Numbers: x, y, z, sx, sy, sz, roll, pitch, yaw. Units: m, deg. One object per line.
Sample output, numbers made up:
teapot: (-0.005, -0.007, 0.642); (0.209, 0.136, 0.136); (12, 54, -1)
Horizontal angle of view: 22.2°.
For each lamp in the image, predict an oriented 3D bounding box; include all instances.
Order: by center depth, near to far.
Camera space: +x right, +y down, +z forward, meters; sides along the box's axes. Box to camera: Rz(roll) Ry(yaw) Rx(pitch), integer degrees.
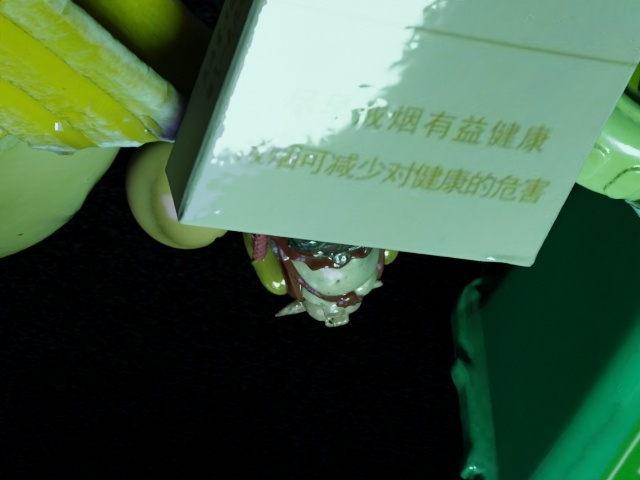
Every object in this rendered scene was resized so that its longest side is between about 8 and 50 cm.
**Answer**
lamp: (0.000, 0.000, 1.190); (0.118, 0.118, 0.253); (2, 157, -4)

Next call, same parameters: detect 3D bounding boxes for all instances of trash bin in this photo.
trash bin: (0.258, 0.056, 1.166); (0.259, 0.295, 0.381); (6, 145, -11)

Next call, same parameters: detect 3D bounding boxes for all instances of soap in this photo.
soap: (-0.160, -0.110, 0.767); (0.140, 0.073, 0.232); (-2, 162, 24)

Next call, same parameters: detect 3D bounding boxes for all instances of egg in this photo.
egg: (-0.100, -0.038, 1.149); (0.080, 0.080, 0.096); (-10, 153, 21)

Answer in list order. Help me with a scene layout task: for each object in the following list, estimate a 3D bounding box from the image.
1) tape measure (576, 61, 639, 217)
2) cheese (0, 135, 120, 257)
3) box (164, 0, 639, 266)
tape measure: (0.179, -0.096, 0.926); (0.154, 0.177, 0.087); (20, 150, -15)
cheese: (-0.242, -0.047, 0.995); (0.259, 0.128, 0.316); (-22, 171, -22)
box: (0.076, -0.148, 0.743); (0.204, 0.051, 0.365); (7, 128, -22)
